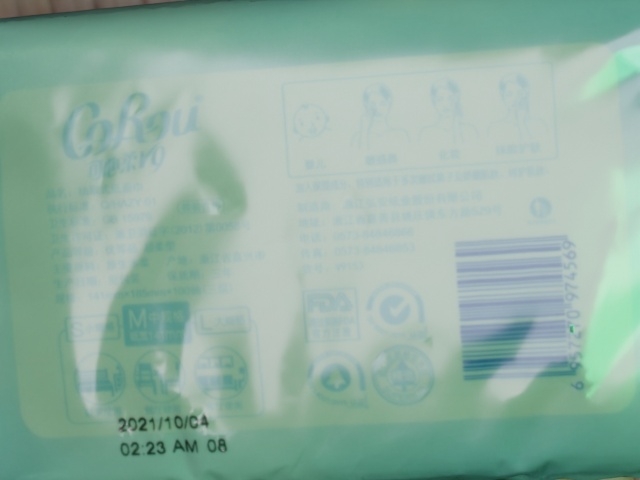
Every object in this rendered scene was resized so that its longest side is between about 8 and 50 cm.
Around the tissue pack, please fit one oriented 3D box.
[{"bbox_3d":[0.000,0.000,0.490,0.263,0.089,0.177,-4,92,10],"label":"tissue pack"}]
